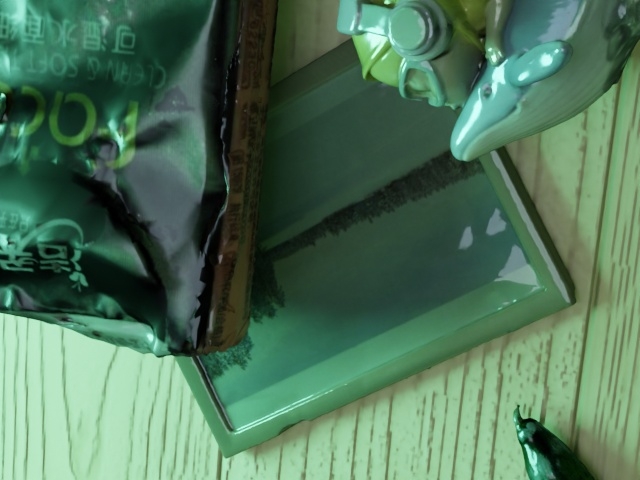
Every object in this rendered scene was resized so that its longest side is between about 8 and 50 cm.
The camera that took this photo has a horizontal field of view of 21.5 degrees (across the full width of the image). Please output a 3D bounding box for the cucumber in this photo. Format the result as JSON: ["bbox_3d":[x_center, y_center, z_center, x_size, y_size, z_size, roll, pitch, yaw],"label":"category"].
[{"bbox_3d":[0.163,0.170,1.054,0.037,0.037,0.155,-42,81,28],"label":"cucumber"}]

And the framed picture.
[{"bbox_3d":[0.000,0.000,1.108,0.289,0.016,0.213,-27,89,29],"label":"framed picture"}]

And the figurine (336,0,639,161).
[{"bbox_3d":[0.102,-0.148,0.959,0.183,0.128,0.209,11,97,22],"label":"figurine"}]

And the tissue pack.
[{"bbox_3d":[-0.145,-0.100,1.085,0.245,0.123,0.332,12,101,28],"label":"tissue pack"}]
